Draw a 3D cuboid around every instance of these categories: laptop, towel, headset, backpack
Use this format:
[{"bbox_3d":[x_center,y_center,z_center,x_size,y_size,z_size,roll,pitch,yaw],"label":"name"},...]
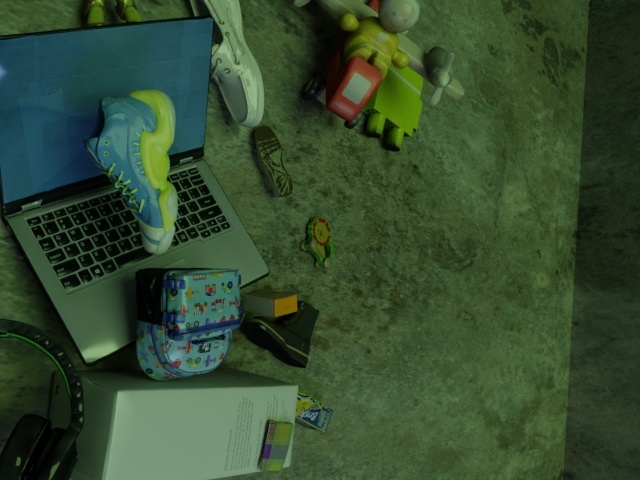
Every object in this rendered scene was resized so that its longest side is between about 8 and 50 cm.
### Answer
[{"bbox_3d":[-0.260,-0.093,0.982,0.382,0.236,0.408,-26,83,-43],"label":"laptop"},{"bbox_3d":[-0.075,0.348,1.073,0.060,0.009,0.083,21,78,-46],"label":"towel"},{"bbox_3d":[-0.450,0.308,0.848,0.243,0.185,0.394,3,71,-19],"label":"headset"},{"bbox_3d":[-0.198,0.128,0.960,0.158,0.117,0.173,4,87,-49],"label":"backpack"}]

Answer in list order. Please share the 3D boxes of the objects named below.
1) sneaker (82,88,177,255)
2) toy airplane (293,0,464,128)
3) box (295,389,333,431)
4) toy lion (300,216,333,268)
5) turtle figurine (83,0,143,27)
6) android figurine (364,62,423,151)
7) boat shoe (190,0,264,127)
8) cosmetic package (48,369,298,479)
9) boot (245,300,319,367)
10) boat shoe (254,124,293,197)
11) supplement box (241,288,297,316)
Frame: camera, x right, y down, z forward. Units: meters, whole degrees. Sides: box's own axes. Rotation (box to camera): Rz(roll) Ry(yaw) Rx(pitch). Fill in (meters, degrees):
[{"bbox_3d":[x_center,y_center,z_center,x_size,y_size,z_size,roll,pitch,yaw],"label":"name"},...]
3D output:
[{"bbox_3d":[-0.276,-0.096,0.905,0.126,0.091,0.240,-3,95,-29],"label":"sneaker"},{"bbox_3d":[0.129,-0.463,1.388,0.386,0.272,0.384,-15,81,-32],"label":"toy airplane"},{"bbox_3d":[-0.050,0.353,1.345,0.169,0.059,0.054,41,60,-39],"label":"box"},{"bbox_3d":[0.000,0.000,1.427,0.100,0.034,0.096,54,46,-32],"label":"toy lion"},{"bbox_3d":[-0.337,-0.430,1.025,0.269,0.087,0.217,-21,104,-45],"label":"turtle figurine"},{"bbox_3d":[0.183,-0.374,1.607,0.248,0.056,0.273,23,74,-44],"label":"android figurine"},{"bbox_3d":[-0.186,-0.343,1.186,0.096,0.098,0.277,-21,95,-45],"label":"boat shoe"},{"bbox_3d":[-0.234,0.299,1.050,0.365,0.197,0.155,10,84,-45],"label":"cosmetic package"},{"bbox_3d":[-0.076,0.167,1.320,0.198,0.077,0.137,52,49,-49],"label":"boot"},{"bbox_3d":[-0.104,-0.162,1.311,0.056,0.048,0.153,-30,105,-30],"label":"boat shoe"},{"bbox_3d":[-0.102,0.124,1.263,0.062,0.098,0.036,-9,100,-48],"label":"supplement box"}]
